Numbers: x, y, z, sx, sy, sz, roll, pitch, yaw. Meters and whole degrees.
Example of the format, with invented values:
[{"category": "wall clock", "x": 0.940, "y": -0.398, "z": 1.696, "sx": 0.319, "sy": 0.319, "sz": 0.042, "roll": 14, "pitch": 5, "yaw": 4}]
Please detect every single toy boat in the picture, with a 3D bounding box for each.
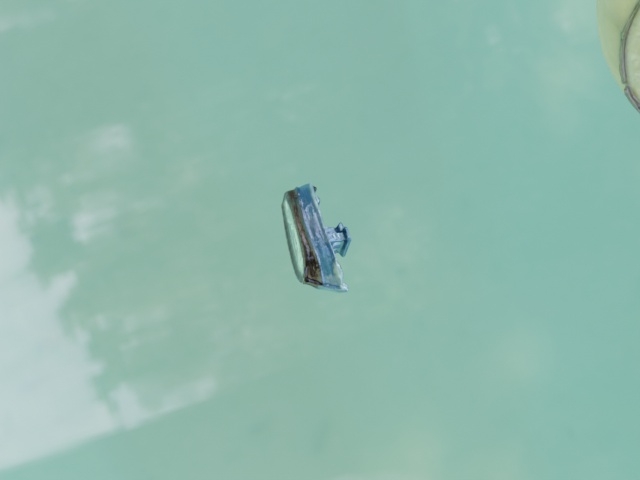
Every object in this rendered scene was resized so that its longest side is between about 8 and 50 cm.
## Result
[{"category": "toy boat", "x": 0.000, "y": 0.000, "z": 2.037, "sx": 0.060, "sy": 0.060, "sz": 0.137, "roll": 106, "pitch": -23, "yaw": -45}]

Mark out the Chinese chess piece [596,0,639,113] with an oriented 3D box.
[{"category": "Chinese chess piece", "x": 0.353, "y": -0.187, "z": 1.558, "sx": 0.270, "sy": 0.270, "sz": 0.112, "roll": 46, "pitch": 30, "yaw": -40}]
